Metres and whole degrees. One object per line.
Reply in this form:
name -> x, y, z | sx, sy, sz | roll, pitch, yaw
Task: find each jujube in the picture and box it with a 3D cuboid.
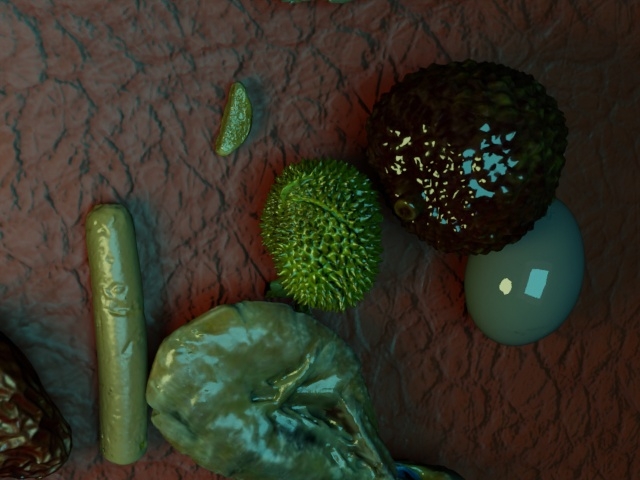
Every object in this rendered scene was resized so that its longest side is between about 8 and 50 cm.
jujube -> -0.375, 0.177, 1.106 | 0.236, 0.168, 0.168 | 42, 84, -33

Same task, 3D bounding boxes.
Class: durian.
durian -> 0.008, -0.001, 1.201 | 0.146, 0.159, 0.198 | -10, 102, -12

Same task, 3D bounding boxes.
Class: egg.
egg -> 0.259, 0.037, 1.303 | 0.146, 0.146, 0.198 | 25, 83, -21

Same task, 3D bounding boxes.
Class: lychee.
lychee -> 0.176, -0.106, 1.209 | 0.271, 0.236, 0.236 | -40, 112, -41

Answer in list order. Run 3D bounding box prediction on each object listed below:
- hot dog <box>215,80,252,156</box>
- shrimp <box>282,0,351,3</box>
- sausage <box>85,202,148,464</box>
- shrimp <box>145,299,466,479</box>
hot dog -> -0.097, -0.140, 1.211 | 0.034, 0.030, 0.090 | 14, 95, -22
shrimp -> 0.028, -0.390, 1.175 | 0.360, 0.085, 0.247 | -34, 114, -20
sausage -> -0.232, 0.106, 1.188 | 0.066, 0.066, 0.301 | -6, 102, -18
shrimp -> -0.004, 0.222, 1.252 | 0.446, 0.110, 0.221 | 32, 95, -23
